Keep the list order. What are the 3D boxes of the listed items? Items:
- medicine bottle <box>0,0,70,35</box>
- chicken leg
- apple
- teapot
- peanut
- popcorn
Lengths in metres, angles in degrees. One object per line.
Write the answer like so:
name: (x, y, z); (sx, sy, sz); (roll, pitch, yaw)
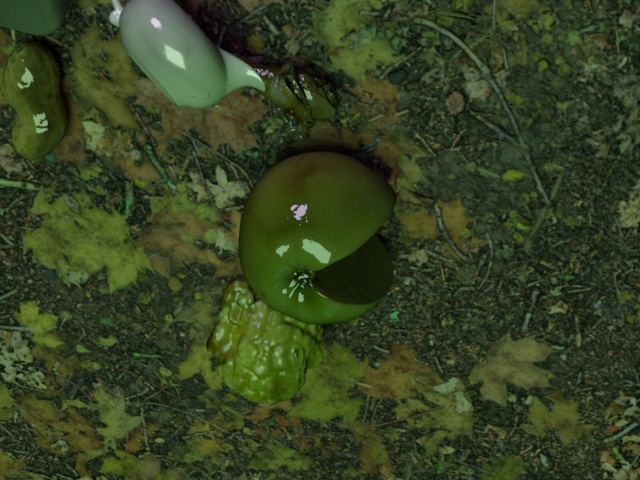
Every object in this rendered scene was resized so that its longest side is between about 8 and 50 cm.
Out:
medicine bottle: (-0.584, -0.452, 1.780); (0.375, 0.123, 0.282); (15, 159, 3)
chicken leg: (-0.066, -0.251, 1.870); (0.196, 0.080, 0.125); (33, 136, -8)
apple: (0.000, 0.000, 1.912); (0.292, 0.254, 0.292); (9, 123, 14)
teapot: (-0.232, -0.323, 1.802); (0.166, 0.208, 0.300); (-32, 92, 8)
peanut: (-0.496, -0.236, 1.973); (0.103, 0.098, 0.229); (36, 137, 42)
popcorn: (-0.109, 0.167, 2.072); (0.237, 0.206, 0.251); (1, 130, 54)
